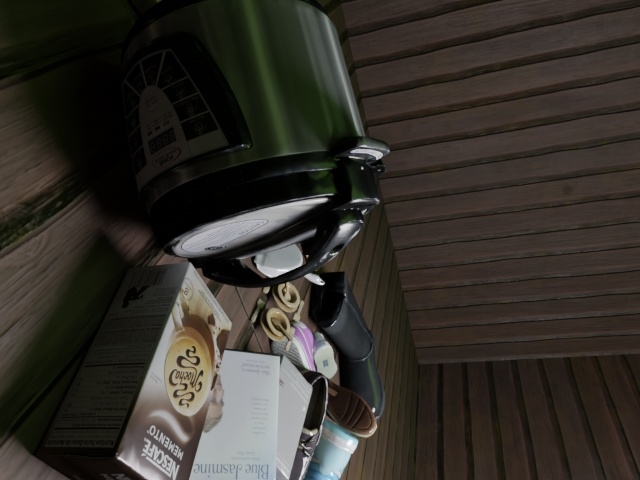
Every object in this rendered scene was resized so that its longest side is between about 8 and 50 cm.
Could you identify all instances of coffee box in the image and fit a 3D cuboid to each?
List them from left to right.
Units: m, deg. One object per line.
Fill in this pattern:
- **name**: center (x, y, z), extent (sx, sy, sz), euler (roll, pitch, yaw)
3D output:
- **coffee box**: center (-0.241, 0.198, 0.750), extent (0.297, 0.119, 0.168), euler (-81, 158, -43)

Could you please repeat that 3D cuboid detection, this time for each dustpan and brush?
- **dustpan and brush**: center (-0.073, 0.061, 1.350), extent (0.060, 0.211, 0.147), euler (-55, -160, 40)

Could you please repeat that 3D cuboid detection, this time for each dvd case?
- **dvd case**: center (-0.160, 0.325, 0.948), extent (0.181, 0.022, 0.252), euler (14, 64, -29)

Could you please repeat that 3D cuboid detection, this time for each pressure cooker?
- **pressure cooker**: center (-0.100, -0.137, 0.839), extent (0.370, 0.376, 0.419), euler (129, -52, -77)

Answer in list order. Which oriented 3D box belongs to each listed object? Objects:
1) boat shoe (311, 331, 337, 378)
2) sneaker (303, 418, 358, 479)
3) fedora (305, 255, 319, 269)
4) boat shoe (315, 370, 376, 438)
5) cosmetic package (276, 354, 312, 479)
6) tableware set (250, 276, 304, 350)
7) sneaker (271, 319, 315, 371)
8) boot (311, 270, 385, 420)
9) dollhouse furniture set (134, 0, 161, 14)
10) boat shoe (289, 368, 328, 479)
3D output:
- **boat shoe**: center (-0.002, 0.342, 1.533), extent (0.227, 0.079, 0.081), euler (87, -22, -49)
- **sneaker**: center (-0.006, 0.594, 1.404), extent (0.208, 0.127, 0.319), euler (-60, 173, -17)
- **fedora**: center (0.000, 0.000, 1.694), extent (0.194, 0.079, 0.194), euler (-6, 90, -73)
- **boat shoe**: center (0.054, 0.453, 1.430), extent (0.095, 0.258, 0.095), euler (-39, 138, -23)
- **cosmetic package**: center (-0.109, 0.376, 1.103), extent (0.127, 0.107, 0.237), euler (54, 25, -24)
- **tableware set**: center (-0.091, 0.168, 1.295), extent (0.128, 0.039, 0.194), euler (44, 31, -17)
- **sneaker**: center (-0.040, 0.347, 1.390), extent (0.161, 0.102, 0.281), euler (-52, 133, -71)
- **boot**: center (0.097, 0.360, 1.735), extent (0.445, 0.146, 0.366), euler (68, 12, -50)
- **dollhouse furniture set**: center (-0.232, -0.484, 0.921), extent (0.374, 0.202, 0.152), euler (53, 34, -57)
- **boat shoe**: center (-0.048, 0.442, 1.217), extent (0.092, 0.103, 0.285), euler (-35, -145, 64)
